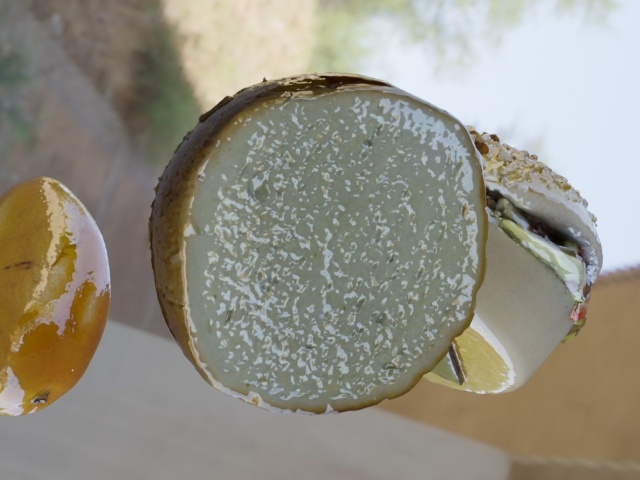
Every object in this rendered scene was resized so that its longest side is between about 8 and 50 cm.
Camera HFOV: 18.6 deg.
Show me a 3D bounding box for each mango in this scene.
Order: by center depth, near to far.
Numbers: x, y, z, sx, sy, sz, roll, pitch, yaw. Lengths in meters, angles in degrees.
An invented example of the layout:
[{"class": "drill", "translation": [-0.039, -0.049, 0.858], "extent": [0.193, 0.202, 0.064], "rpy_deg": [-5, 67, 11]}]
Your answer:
[{"class": "mango", "translation": [-0.251, 0.043, 1.667], "extent": [0.112, 0.145, 0.219], "rpy_deg": [85, 13, -65]}]

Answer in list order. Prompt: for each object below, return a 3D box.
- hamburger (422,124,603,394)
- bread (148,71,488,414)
[{"class": "hamburger", "translation": [0.087, 0.001, 1.614], "extent": [0.170, 0.302, 0.302], "rpy_deg": [-63, -176, -17]}, {"class": "bread", "translation": [0.000, 0.000, 1.287], "extent": [0.070, 0.236, 0.236], "rpy_deg": [-147, -104, -73]}]
